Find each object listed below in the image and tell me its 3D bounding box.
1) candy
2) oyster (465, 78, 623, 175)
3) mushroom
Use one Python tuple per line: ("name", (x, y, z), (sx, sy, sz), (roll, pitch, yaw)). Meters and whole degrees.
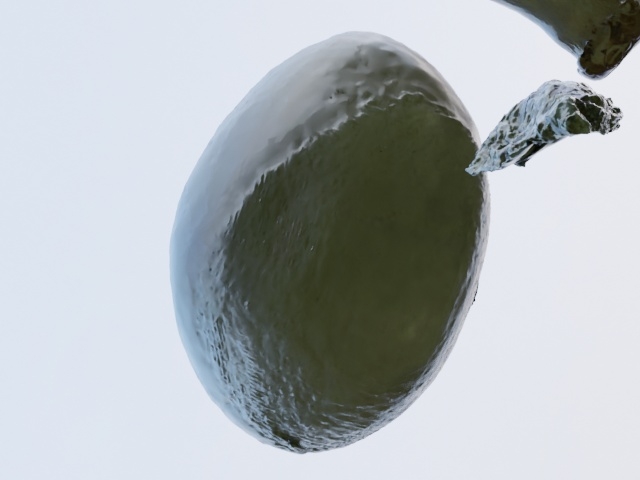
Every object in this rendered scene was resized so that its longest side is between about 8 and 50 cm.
("candy", (0.000, 0.000, 1.258), (0.185, 0.295, 0.296), (11, -88, -29))
("oyster", (0.116, -0.063, 1.002), (0.098, 0.100, 0.037), (-35, -77, -55))
("mushroom", (0.159, -0.202, 1.434), (0.209, 0.071, 0.084), (28, -70, -7))
